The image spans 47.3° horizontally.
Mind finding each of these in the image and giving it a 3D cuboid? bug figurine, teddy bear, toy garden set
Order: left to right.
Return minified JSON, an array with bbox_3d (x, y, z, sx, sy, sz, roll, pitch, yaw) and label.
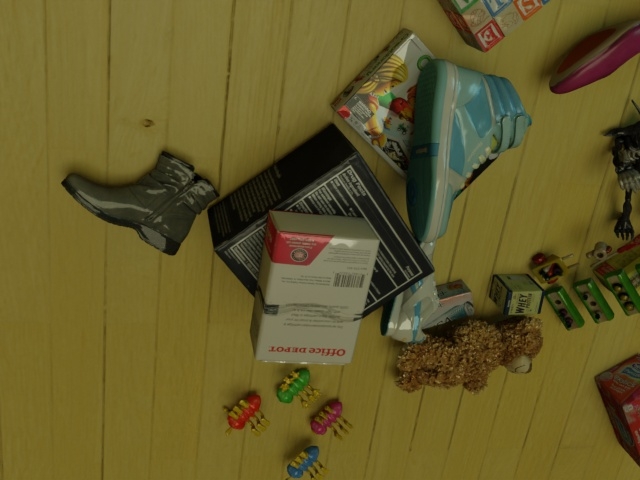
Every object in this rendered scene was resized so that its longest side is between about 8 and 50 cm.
[{"bbox_3d":[-0.063,0.394,1.577,0.216,0.072,0.279,-43,112,1],"label":"bug figurine"},{"bbox_3d":[0.318,0.254,1.560,0.338,0.113,0.245,2,128,-17],"label":"teddy bear"},{"bbox_3d":[0.580,0.092,1.529,0.244,0.049,0.204,-23,112,37],"label":"toy garden set"}]

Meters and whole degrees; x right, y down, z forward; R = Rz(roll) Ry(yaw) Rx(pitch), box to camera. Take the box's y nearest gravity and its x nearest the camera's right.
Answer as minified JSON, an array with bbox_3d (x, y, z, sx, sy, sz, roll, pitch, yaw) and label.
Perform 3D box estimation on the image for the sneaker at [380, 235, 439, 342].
[{"bbox_3d":[0.193,0.092,1.462,0.092,0.087,0.228,18,89,-9],"label":"sneaker"}]

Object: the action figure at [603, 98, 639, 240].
[{"bbox_3d":[0.659,-0.139,1.464,0.164,0.141,0.275,-8,118,3],"label":"action figure"}]

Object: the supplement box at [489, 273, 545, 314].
[{"bbox_3d":[0.416,0.114,1.553,0.083,0.083,0.056,0,113,-12],"label":"supplement box"}]

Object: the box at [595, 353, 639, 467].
[{"bbox_3d":[0.776,0.419,1.758,0.128,0.122,0.257,-29,118,0],"label":"box"}]

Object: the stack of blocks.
[{"bbox_3d":[0.341,-0.489,1.252,0.297,0.087,0.171,-39,117,7],"label":"stack of blocks"}]

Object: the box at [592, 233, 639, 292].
[{"bbox_3d":[0.715,0.027,1.583,0.232,0.087,0.058,-40,115,8],"label":"box"}]

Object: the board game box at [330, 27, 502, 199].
[{"bbox_3d":[0.192,-0.215,1.363,0.193,0.053,0.305,-46,116,8],"label":"board game box"}]

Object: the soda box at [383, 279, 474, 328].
[{"bbox_3d":[0.226,0.142,1.536,0.183,0.058,0.063,-14,117,-6],"label":"soda box"}]

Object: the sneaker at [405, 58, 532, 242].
[{"bbox_3d":[0.270,-0.149,1.289,0.208,0.127,0.319,3,100,-17],"label":"sneaker"}]

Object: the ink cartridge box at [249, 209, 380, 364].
[{"bbox_3d":[-0.016,0.081,1.222,0.172,0.100,0.237,5,113,-16],"label":"ink cartridge box"}]

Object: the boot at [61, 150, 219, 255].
[{"bbox_3d":[-0.315,-0.095,1.299,0.246,0.083,0.161,31,94,-26],"label":"boot"}]

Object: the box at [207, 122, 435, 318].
[{"bbox_3d":[0.000,0.000,1.346,0.294,0.182,0.296,-33,119,5],"label":"box"}]

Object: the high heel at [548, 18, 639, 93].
[{"bbox_3d":[0.608,-0.338,1.357,0.377,0.127,0.181,-35,107,0],"label":"high heel"}]
